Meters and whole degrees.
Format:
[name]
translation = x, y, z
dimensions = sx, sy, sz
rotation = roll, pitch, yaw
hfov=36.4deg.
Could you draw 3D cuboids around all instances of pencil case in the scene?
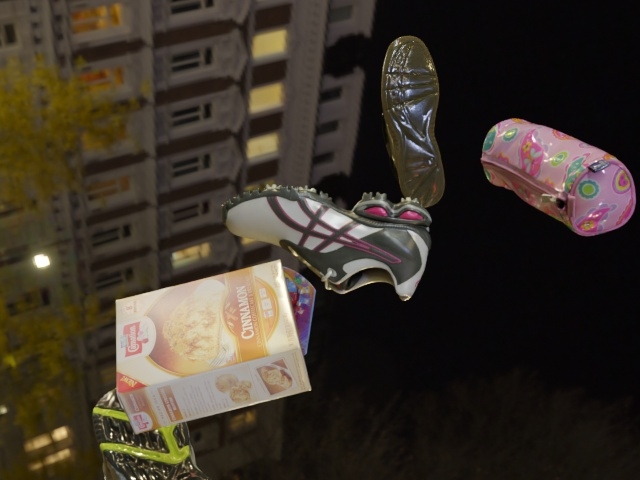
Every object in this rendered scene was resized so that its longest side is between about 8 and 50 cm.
[pencil case]
translation = 0.350, -0.100, 1.469
dimensions = 0.284, 0.124, 0.124
rotation = -132, -148, -62

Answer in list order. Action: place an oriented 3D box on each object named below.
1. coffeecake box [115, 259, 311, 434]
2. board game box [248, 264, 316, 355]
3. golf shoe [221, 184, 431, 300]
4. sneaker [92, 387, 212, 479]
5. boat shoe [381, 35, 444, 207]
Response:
[coffeecake box]
translation = -0.115, 0.108, 1.019
dimensions = 0.142, 0.185, 0.068
rotation = -106, -177, -51
[board game box]
translation = -0.082, 0.122, 1.530
dimensions = 0.033, 0.133, 0.169
rotation = -61, 161, -70
[golf shoe]
translation = 0.000, 0.000, 1.212
dimensions = 0.105, 0.272, 0.120
rotation = 53, 44, -70
[sneaker]
translation = -0.178, 0.344, 1.175
dimensions = 0.385, 0.145, 0.147
rotation = -114, -164, -49
[boat shoe]
translation = 0.115, -0.155, 1.295
dimensions = 0.073, 0.080, 0.224
rotation = -163, -117, -76
